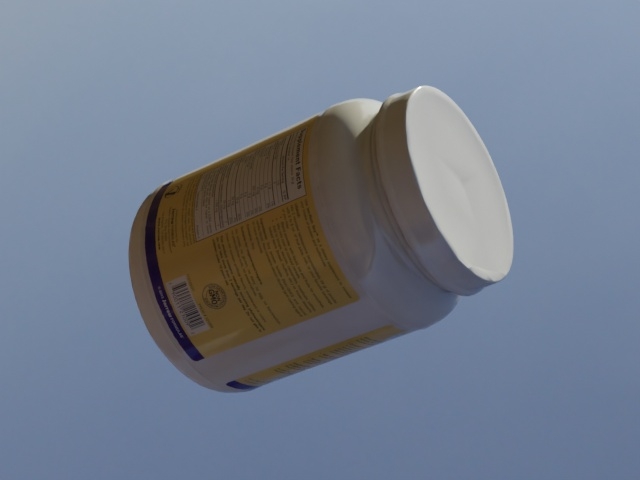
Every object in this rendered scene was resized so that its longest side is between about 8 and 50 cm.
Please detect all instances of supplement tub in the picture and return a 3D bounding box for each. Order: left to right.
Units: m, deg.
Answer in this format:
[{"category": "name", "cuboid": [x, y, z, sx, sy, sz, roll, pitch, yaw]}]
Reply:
[{"category": "supplement tub", "cuboid": [0.000, 0.000, 1.413, 0.331, 0.241, 0.241, -22, -142, 28]}]
